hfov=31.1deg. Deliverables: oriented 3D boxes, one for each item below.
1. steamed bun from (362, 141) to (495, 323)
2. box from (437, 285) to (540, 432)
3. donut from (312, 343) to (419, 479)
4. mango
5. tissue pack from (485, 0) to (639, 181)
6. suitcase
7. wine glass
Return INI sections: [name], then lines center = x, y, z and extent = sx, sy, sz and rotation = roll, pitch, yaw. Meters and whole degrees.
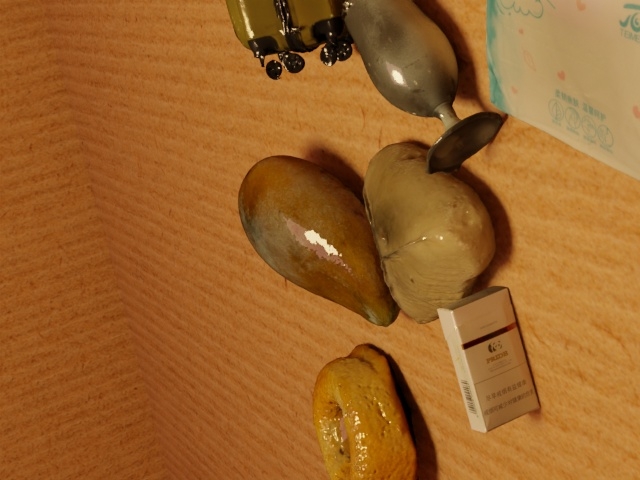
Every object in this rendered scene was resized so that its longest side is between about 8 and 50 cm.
[steamed bun]
center = 0.118, -0.011, 1.381
extent = 0.212, 0.110, 0.231
rotation = 159, 93, -71
[box]
center = 0.200, 0.140, 1.362
extent = 0.040, 0.083, 0.154
rotation = 0, 108, 67
[donut]
center = 0.069, 0.286, 1.742
extent = 0.253, 0.118, 0.254
rotation = 174, 90, -74
[mango]
center = 0.000, 0.000, 1.621
extent = 0.316, 0.146, 0.193
rotation = 46, 155, 32
[tissue pack]
center = 0.257, -0.165, 0.958
extent = 0.271, 0.124, 0.202
rotation = 39, 145, 49
[suitcase]
center = -0.048, -0.319, 1.395
extent = 0.194, 0.143, 0.235
rotation = -54, -50, -76
[wine glass]
center = 0.108, -0.189, 1.293
extent = 0.222, 0.103, 0.103
rotation = 60, 155, 23
